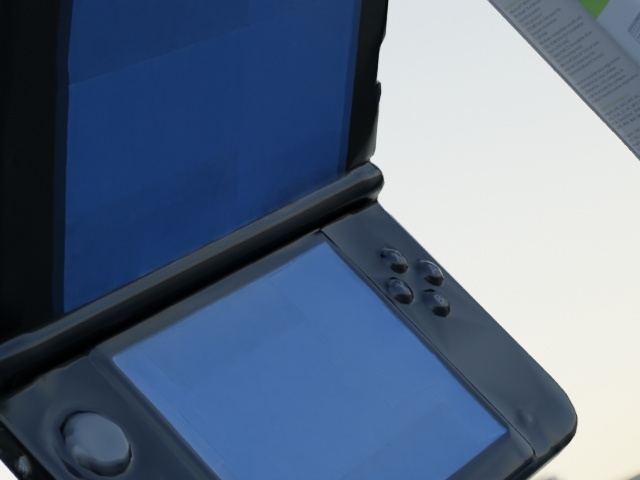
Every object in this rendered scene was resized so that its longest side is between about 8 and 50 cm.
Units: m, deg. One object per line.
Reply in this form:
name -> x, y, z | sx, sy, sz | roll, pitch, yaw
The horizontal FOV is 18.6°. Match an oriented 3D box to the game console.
game console -> 0.000, 0.000, 0.814 | 0.293, 0.250, 0.173 | -29, -20, -52

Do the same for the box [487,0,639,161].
box -> 0.252, -0.122, 1.174 | 0.058, 0.322, 0.232 | -32, 16, 50
